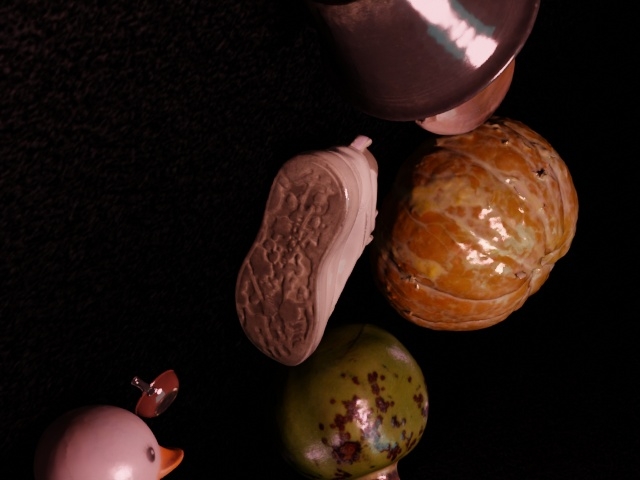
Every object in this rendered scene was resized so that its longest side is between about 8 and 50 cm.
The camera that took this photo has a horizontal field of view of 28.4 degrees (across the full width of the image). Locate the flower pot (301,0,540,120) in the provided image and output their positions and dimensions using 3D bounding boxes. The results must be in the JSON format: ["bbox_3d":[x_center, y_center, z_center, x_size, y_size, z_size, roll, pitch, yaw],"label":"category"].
[{"bbox_3d":[0.066,-0.241,1.147,0.235,0.235,0.148,-54,142,3],"label":"flower pot"}]

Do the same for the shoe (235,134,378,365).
[{"bbox_3d":[0.000,0.000,1.520,0.159,0.124,0.316,-44,160,-45],"label":"shoe"}]

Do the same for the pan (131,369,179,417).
[{"bbox_3d":[-0.198,0.182,1.503,0.068,0.023,0.115,-51,161,-6],"label":"pan"}]

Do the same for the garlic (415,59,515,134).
[{"bbox_3d":[0.185,-0.197,1.668,0.195,0.087,0.101,-41,144,-25],"label":"garlic"}]

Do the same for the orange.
[{"bbox_3d":[0.215,-0.018,1.791,0.329,0.249,0.329,-45,156,-26],"label":"orange"}]

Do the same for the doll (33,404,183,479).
[{"bbox_3d":[-0.258,0.286,1.341,0.251,0.221,0.221,-19,152,-12],"label":"doll"}]

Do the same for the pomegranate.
[{"bbox_3d":[0.044,0.253,1.849,0.254,0.270,0.254,-23,167,-6],"label":"pomegranate"}]
